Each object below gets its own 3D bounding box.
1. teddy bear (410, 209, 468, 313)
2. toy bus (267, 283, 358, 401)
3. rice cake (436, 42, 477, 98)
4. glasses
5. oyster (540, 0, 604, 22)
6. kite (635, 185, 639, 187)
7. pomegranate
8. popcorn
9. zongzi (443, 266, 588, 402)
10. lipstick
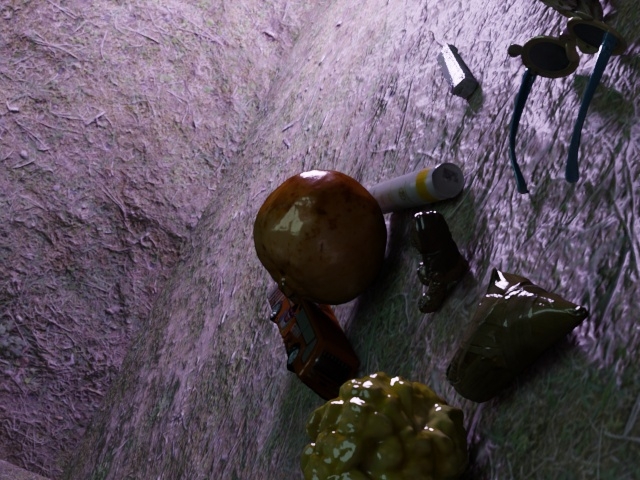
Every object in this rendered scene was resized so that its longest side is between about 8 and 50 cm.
[{"bbox_3d":[0.167,0.025,1.391,0.160,0.078,0.119,78,-165,-45],"label":"teddy bear"},{"bbox_3d":[-0.023,0.157,1.746,0.092,0.093,0.409,-53,18,7],"label":"toy bus"},{"bbox_3d":[0.238,-0.303,1.767,0.043,0.034,0.211,-53,19,21],"label":"rice cake"},{"bbox_3d":[0.324,-0.170,1.307,0.190,0.088,0.220,166,109,-68],"label":"glasses"},{"bbox_3d":[0.364,-0.439,1.452,0.162,0.158,0.350,69,-160,-51],"label":"oyster"},{"bbox_3d":[0.409,-0.134,1.034,0.229,0.016,0.127,-55,15,14],"label":"kite"},{"bbox_3d":[0.000,0.000,1.679,0.248,0.248,0.248,-54,19,28],"label":"pomegranate"},{"bbox_3d":[0.063,0.264,1.165,0.216,0.181,0.235,-58,10,23],"label":"popcorn"},{"bbox_3d":[0.218,0.124,1.107,0.160,0.079,0.176,-67,20,5],"label":"zongzi"},{"bbox_3d":[0.151,-0.083,1.649,0.059,0.059,0.264,-67,17,-12],"label":"lipstick"}]
